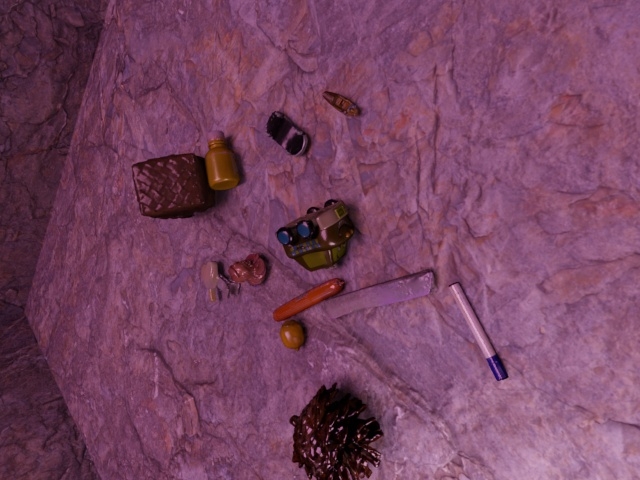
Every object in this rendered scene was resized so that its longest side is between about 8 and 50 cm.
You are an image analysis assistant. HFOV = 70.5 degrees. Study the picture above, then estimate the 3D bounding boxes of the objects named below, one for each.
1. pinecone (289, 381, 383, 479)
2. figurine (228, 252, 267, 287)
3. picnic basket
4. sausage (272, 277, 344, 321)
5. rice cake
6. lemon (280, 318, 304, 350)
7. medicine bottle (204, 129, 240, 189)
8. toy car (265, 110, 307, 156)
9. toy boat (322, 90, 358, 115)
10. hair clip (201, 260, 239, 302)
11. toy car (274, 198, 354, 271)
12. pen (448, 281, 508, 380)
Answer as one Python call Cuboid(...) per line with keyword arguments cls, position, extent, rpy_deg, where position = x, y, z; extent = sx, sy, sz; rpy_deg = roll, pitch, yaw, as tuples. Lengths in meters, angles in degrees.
Cuboid(cls="pinecone", position=(0.049, 0.579, 1.341), extent=(0.296, 0.242, 0.297), rpy_deg=(29, 115, 37))
Cuboid(cls="figurine", position=(-0.257, 0.108, 1.643), extent=(0.114, 0.157, 0.126), rpy_deg=(-3, 84, 18))
Cuboid(cls="picnic basket", position=(-0.572, -0.211, 1.792), extent=(0.292, 0.321, 0.253), rpy_deg=(-11, 95, -5))
Cuboid(cls="sausage", position=(-0.048, 0.203, 1.528), extent=(0.348, 0.053, 0.053), rpy_deg=(-31, 72, 35))
Cuboid(cls="rice cake", position=(0.172, 0.163, 1.345), extent=(0.399, 0.064, 0.070), rpy_deg=(-21, 88, 37))
Cuboid(cls="lemon", position=(-0.096, 0.326, 1.552), extent=(0.082, 0.082, 0.110), rpy_deg=(-15, 86, 38))
Cuboid(cls="medicine bottle", position=(-0.385, -0.311, 1.739), extent=(0.122, 0.122, 0.212), rpy_deg=(-19, 79, 37))
Cuboid(cls="toy car", position=(-0.116, -0.366, 1.564), extent=(0.205, 0.056, 0.095), rpy_deg=(44, 117, 25))
Cuboid(cls="toy boat", position=(0.065, -0.428, 1.422), extent=(0.149, 0.049, 0.047), rpy_deg=(41, 114, 30))
Cuboid(cls="hair clip", position=(-0.417, 0.169, 1.819), extent=(0.219, 0.071, 0.158), rpy_deg=(31, 112, 38))
Cuboid(cls="toy car", position=(0.000, 0.000, 1.425), extent=(0.248, 0.204, 0.198), rpy_deg=(-20, 102, 39))
Cuboid(cls="pen", position=(0.406, 0.232, 1.178), extent=(0.033, 0.033, 0.268), rpy_deg=(-36, 70, 34))
